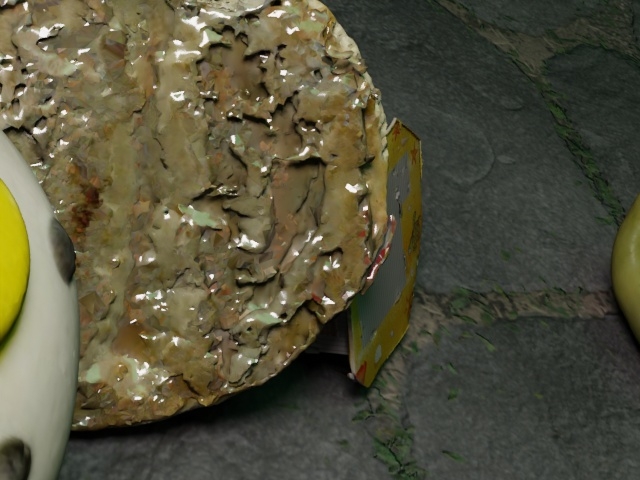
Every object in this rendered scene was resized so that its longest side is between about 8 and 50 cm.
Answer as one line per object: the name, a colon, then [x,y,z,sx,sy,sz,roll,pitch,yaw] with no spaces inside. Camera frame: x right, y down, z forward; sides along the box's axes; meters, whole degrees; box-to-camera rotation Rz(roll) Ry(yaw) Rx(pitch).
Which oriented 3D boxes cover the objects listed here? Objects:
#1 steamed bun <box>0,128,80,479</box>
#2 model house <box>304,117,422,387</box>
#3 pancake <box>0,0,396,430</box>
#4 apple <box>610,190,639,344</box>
steamed bun: [-0.289,0.069,0.770,0.333,0.334,0.374,21,50,-17]
model house: [0.000,0.000,1.242,0.135,0.207,0.219,3,30,21]
pancake: [-0.120,-0.042,1.017,0.382,0.382,0.071,16,9,-23]
apple: [0.431,0.033,1.446,0.262,0.262,0.262,21,38,-17]
